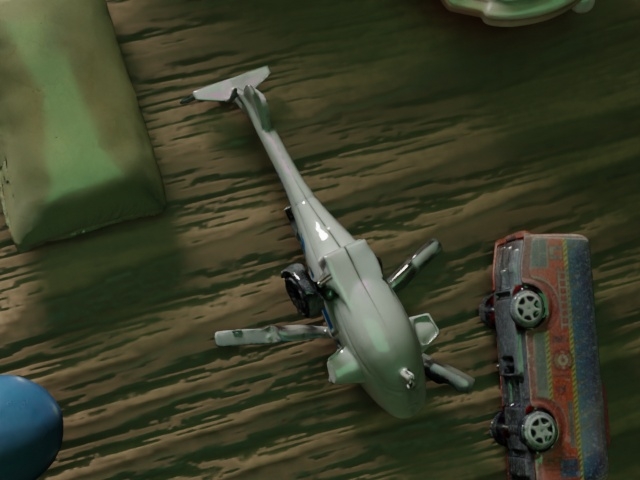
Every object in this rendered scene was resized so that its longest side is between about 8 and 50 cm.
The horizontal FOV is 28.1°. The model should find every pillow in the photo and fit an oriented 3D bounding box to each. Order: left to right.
[{"bbox_3d":[-0.192,-0.103,0.916,0.119,0.053,0.208,-19,89,-6],"label":"pillow"}]

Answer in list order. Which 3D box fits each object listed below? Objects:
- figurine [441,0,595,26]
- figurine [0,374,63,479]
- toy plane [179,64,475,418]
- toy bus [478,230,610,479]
[{"bbox_3d":[0.118,-0.257,0.926,0.162,0.141,0.237,-41,89,-5],"label":"figurine"},{"bbox_3d":[-0.309,0.194,0.805,0.416,0.243,0.298,-30,97,11],"label":"figurine"},{"bbox_3d":[0.009,-0.006,0.903,0.182,0.107,0.273,-6,79,-13],"label":"toy plane"},{"bbox_3d":[0.165,0.090,0.929,0.077,0.065,0.192,-2,84,-14],"label":"toy bus"}]
